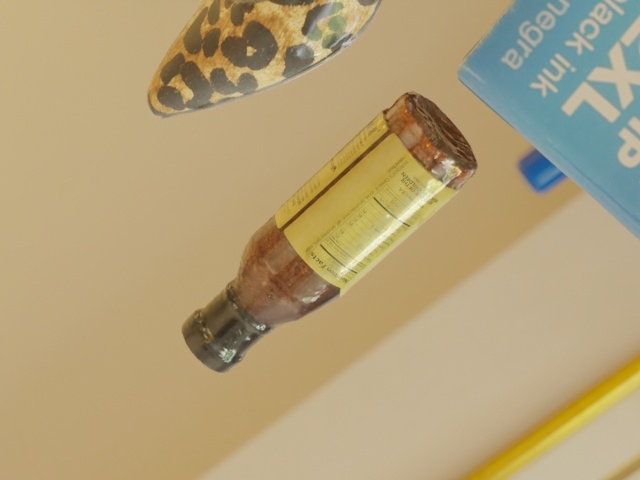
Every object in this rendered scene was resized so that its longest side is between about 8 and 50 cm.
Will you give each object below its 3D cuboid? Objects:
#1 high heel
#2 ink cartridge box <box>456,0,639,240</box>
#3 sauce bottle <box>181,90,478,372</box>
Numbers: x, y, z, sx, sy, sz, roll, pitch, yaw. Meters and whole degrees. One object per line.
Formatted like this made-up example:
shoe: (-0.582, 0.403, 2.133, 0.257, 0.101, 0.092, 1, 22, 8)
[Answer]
high heel: (-0.025, -0.185, 0.723, 0.186, 0.261, 0.093, 43, -168, -37)
ink cartridge box: (0.214, 0.012, 0.433, 0.307, 0.129, 0.223, 44, -166, 15)
sauce bottle: (0.000, 0.000, 0.571, 0.042, 0.128, 0.042, 41, -157, -21)
